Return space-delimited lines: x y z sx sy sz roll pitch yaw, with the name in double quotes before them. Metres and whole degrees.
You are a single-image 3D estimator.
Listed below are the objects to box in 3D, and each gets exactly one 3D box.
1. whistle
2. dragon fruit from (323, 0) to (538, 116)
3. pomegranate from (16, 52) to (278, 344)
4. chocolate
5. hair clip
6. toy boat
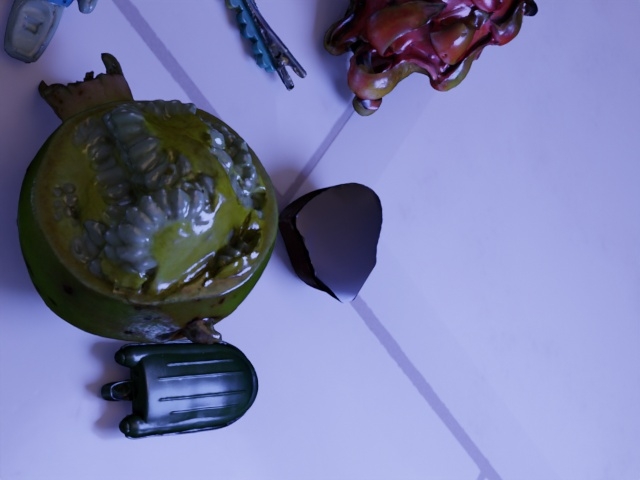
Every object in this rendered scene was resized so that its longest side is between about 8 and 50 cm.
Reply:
"whistle" -0.279 -0.298 1.374 0.114 0.077 0.236 23 69 -18
"dragon fruit" 0.143 -0.318 1.674 0.227 0.243 0.307 43 51 -9
"pomegranate" -0.190 -0.047 1.317 0.260 0.260 0.341 1 53 -44
"chocolate" 0.000 0.000 1.588 0.125 0.080 0.149 14 80 -30
"hair clip" -0.078 -0.258 1.581 0.049 0.049 0.173 -42 106 -40
"toy boat" -0.146 0.161 1.435 0.210 0.052 0.104 0 80 -45
